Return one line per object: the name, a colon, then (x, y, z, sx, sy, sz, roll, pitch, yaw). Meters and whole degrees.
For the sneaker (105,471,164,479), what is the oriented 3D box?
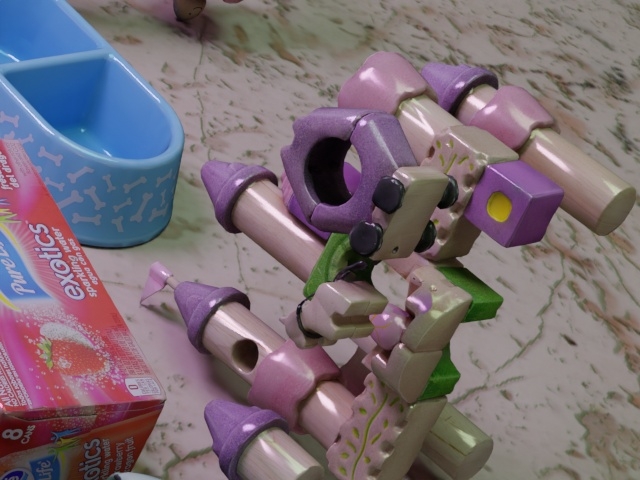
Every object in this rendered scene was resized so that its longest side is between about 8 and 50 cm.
sneaker: (-0.074, 0.232, 1.121, 0.151, 0.094, 0.256, 21, 23, -23)

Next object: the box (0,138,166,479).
box: (-0.221, 0.060, 1.276, 0.122, 0.128, 0.257, -1, 43, -38)

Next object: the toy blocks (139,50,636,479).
toy blocks: (0.000, 0.000, 1.347, 0.260, 0.289, 0.309, 40, 24, 29)

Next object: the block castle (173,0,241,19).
block castle: (-0.272, -0.363, 1.730, 0.453, 0.213, 0.303, 5, 38, -41)

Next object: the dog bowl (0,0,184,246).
dog bowl: (-0.224, -0.118, 1.571, 0.166, 0.074, 0.297, -16, 53, -48)
